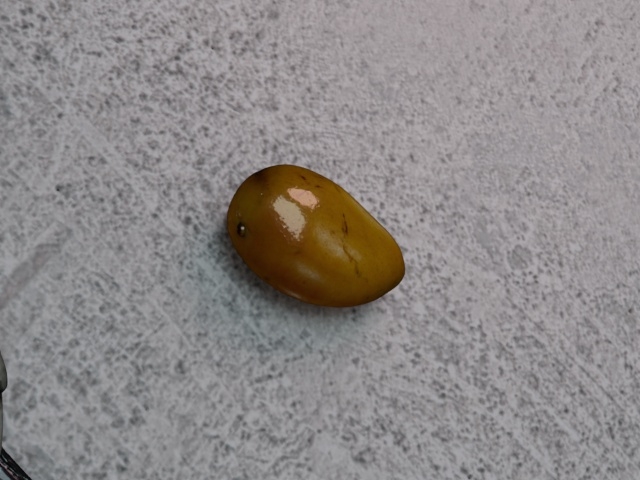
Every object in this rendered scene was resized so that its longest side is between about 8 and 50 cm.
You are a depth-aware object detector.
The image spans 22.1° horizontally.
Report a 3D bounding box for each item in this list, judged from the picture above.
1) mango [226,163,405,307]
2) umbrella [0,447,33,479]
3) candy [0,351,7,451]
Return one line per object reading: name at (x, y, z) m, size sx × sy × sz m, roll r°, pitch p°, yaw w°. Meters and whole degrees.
mango at (0.000, 0.000, 1.792) m, size 0.219 × 0.112 × 0.145 m, roll 25°, pitch 54°, yaw -21°
umbrella at (-0.376, 0.137, 1.537) m, size 0.340 × 0.118 × 0.118 m, roll 49°, pitch 53°, yaw -6°
candy at (-0.446, 0.062, 1.349) m, size 0.386 × 0.186 × 0.427 m, roll 16°, pitch 63°, yaw -47°
